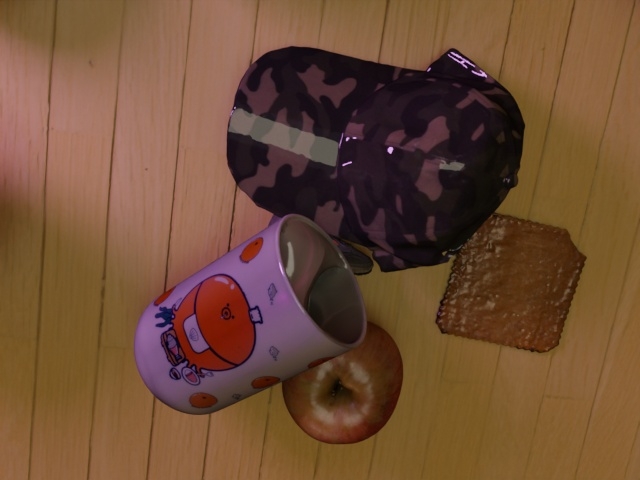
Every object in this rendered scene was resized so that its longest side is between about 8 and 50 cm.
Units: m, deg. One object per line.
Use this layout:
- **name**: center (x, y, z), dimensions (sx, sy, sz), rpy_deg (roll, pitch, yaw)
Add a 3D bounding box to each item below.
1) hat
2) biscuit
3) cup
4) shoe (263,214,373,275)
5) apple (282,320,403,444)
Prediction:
- **hat**: center (0.072, -0.142, 1.077), dimensions (0.381, 0.257, 0.366), rpy_deg (12, 90, -26)
- **biscuit**: center (0.336, 0.076, 1.279), dimensions (0.236, 0.013, 0.232), rpy_deg (12, 103, -10)
- **cup**: center (-0.117, 0.127, 1.107), dimensions (0.317, 0.212, 0.212), rpy_deg (-30, 107, 24)
- **shoe**: center (0.002, 0.000, 1.193), dimensions (0.194, 0.074, 0.077), rpy_deg (18, 97, -8)
- **apple**: center (0.036, 0.224, 1.208), dimensions (0.209, 0.164, 0.210), rpy_deg (0, 97, 3)
